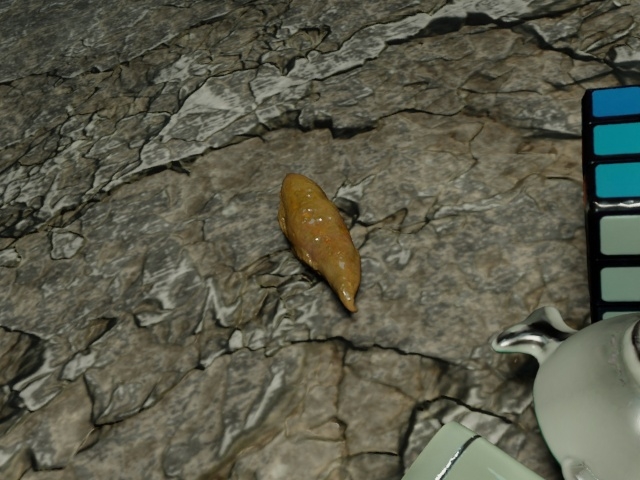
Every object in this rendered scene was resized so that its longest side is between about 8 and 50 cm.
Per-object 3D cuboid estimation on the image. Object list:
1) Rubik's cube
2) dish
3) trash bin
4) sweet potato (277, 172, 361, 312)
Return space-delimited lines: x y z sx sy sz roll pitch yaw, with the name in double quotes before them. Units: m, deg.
"Rubik's cube" 0.300 -0.023 0.685 0.162 0.163 0.161 -4 42 20
"dish" 0.241 0.100 0.576 0.224 0.078 0.246 -24 47 -37
"trash bin" 0.111 0.202 0.559 0.130 0.059 0.116 29 74 39
"sweet potato" 0.000 0.000 0.839 0.068 0.060 0.206 -51 40 18
